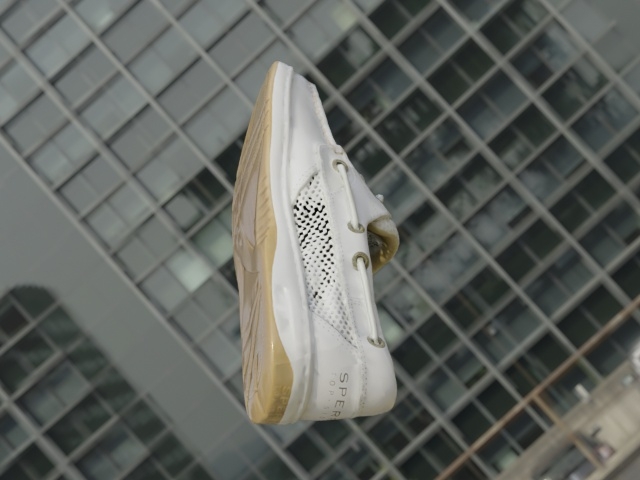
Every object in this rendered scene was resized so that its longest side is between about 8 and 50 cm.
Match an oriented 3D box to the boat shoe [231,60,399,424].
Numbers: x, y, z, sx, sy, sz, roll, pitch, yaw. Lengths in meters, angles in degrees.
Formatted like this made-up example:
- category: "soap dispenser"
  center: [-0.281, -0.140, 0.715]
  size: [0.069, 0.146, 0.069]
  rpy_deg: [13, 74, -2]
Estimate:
- category: "boat shoe"
  center: [0.000, 0.000, 0.858]
  size: [0.098, 0.096, 0.277]
  rpy_deg: [111, 161, -47]
